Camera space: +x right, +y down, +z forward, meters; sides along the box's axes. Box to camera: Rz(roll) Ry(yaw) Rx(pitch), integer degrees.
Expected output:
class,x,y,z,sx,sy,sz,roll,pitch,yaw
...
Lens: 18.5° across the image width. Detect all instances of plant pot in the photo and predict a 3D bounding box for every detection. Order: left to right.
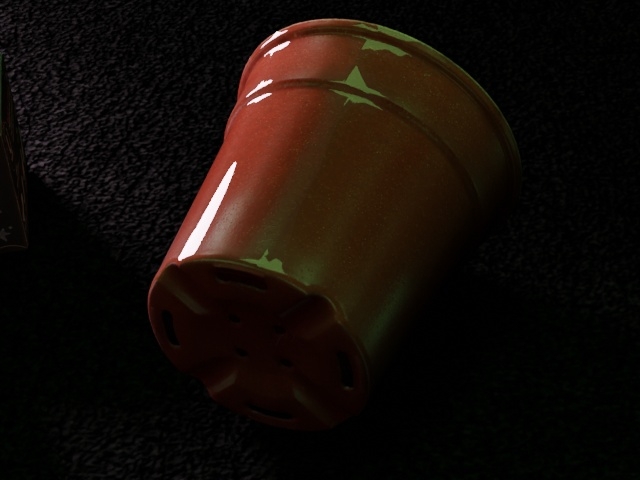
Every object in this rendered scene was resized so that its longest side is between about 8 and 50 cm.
class,x,y,z,sx,sy,sz,roll,pitch,yaw
plant pot,0.000,0.000,1.664,0.272,0.272,0.265,11,47,22

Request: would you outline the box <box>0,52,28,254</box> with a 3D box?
class,x,y,z,sx,sy,sz,roll,pitch,yaw
box,-0.417,-0.072,1.905,0.247,0.142,0.163,-8,36,-3
